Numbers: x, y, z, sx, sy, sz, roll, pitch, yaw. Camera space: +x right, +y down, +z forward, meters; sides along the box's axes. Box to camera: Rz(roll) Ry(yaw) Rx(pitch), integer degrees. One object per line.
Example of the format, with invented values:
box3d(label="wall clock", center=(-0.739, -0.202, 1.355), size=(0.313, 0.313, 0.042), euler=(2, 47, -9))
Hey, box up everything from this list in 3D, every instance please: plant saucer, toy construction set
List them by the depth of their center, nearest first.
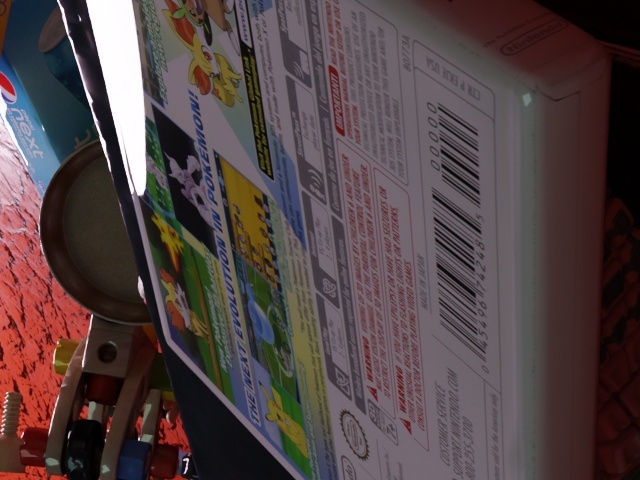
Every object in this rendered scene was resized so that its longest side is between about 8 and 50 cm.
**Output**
box3d(label="plant saucer", center=(-0.157, -0.012, 1.348), size=(0.168, 0.168, 0.029), euler=(53, -169, -7))
box3d(label="toy construction set", center=(-0.222, 0.111, 1.495), size=(0.309, 0.237, 0.257), euler=(1, 171, 27))

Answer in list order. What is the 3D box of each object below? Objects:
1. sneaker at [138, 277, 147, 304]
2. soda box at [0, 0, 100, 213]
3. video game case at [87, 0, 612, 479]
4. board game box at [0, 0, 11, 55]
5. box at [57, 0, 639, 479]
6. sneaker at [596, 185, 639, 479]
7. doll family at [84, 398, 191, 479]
box3d(label="sneaker", center=(-0.087, -0.039, 1.203), size=(0.299, 0.121, 0.112), euler=(108, 147, -61))
box3d(label="soda box", center=(-0.237, -0.122, 1.373), size=(0.067, 0.071, 0.210), euler=(10, 131, 46))
box3d(label="video game case", center=(0.000, 0.000, 0.628), size=(0.300, 0.036, 0.329), euler=(41, 150, 40))
box3d(label="board game box", center=(-0.306, -0.192, 1.292), size=(0.124, 0.039, 0.259), euler=(45, 131, 29))
box3d(label="box", center=(0.159, 0.010, 0.811), size=(0.472, 0.297, 0.479), euler=(25, 140, 36))
box3d(label="sneaker", center=(0.090, 0.042, 0.606), size=(0.076, 0.065, 0.166), euler=(13, 132, 48))
box3d(label="doll family", center=(-0.201, 0.202, 1.667), size=(0.111, 0.076, 0.193), euler=(3, 123, 26))
